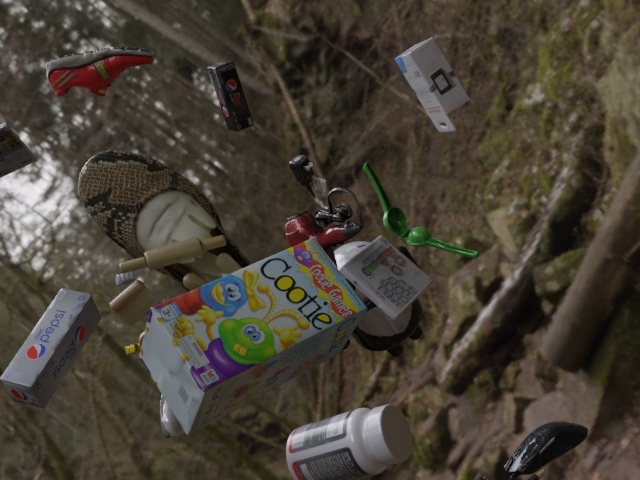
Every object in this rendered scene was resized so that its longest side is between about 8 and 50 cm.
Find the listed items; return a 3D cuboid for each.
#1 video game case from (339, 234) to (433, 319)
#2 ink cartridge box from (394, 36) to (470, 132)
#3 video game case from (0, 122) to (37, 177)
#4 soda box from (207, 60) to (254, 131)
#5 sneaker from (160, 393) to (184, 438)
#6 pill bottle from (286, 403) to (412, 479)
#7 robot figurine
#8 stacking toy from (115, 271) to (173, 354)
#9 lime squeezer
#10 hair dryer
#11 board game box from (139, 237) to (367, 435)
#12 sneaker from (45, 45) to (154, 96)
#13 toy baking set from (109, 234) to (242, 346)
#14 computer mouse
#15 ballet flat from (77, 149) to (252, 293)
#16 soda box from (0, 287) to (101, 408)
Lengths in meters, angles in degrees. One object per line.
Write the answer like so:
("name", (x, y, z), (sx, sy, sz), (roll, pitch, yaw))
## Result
("video game case", (0.131, 0.069, 1.593), (0.157, 0.143, 0.019), (-36, -16, -48))
("ink cartridge box", (0.231, -0.308, 1.628), (0.060, 0.180, 0.104), (-35, 12, -6))
("video game case", (-0.628, -0.176, 1.607), (0.087, 0.011, 0.122), (-26, -30, -3))
("soda box", (-0.223, -0.359, 2.028), (0.053, 0.169, 0.060), (-26, 23, -22))
("sneaker", (-0.278, 0.348, 1.925), (0.297, 0.129, 0.111), (-58, -31, -46))
("pill bottle", (0.070, 0.500, 1.977), (0.283, 0.161, 0.161), (-24, 15, 31))
("robot figurine", (0.114, 0.129, 1.765), (0.173, 0.278, 0.209), (-10, 39, 35))
("stacking toy", (-0.314, 0.136, 1.715), (0.221, 0.167, 0.052), (-11, -10, -17))
("lime squeezer", (0.203, -0.040, 1.763), (0.059, 0.310, 0.110), (-32, -21, -50))
("hair dryer", (0.000, 0.000, 1.559), (0.080, 0.223, 0.294), (-22, -52, -19))
("board game box", (-0.096, 0.131, 1.161), (0.275, 0.142, 0.144), (-23, -25, -33))
("sneaker", (-0.559, -0.433, 2.098), (0.279, 0.118, 0.107), (-11, 16, 0))
("toy baking set", (-0.192, 0.083, 1.267), (0.256, 0.197, 0.030), (-20, 32, -12))
("computer mouse", (0.419, 0.423, 1.601), (0.262, 0.060, 0.184), (-30, -5, -5))
("ballet flat", (-0.207, 0.021, 1.413), (0.182, 0.483, 0.164), (28, 75, 44))
("soda box", (-0.647, 0.257, 1.971), (0.098, 0.091, 0.286), (83, -157, -47))
